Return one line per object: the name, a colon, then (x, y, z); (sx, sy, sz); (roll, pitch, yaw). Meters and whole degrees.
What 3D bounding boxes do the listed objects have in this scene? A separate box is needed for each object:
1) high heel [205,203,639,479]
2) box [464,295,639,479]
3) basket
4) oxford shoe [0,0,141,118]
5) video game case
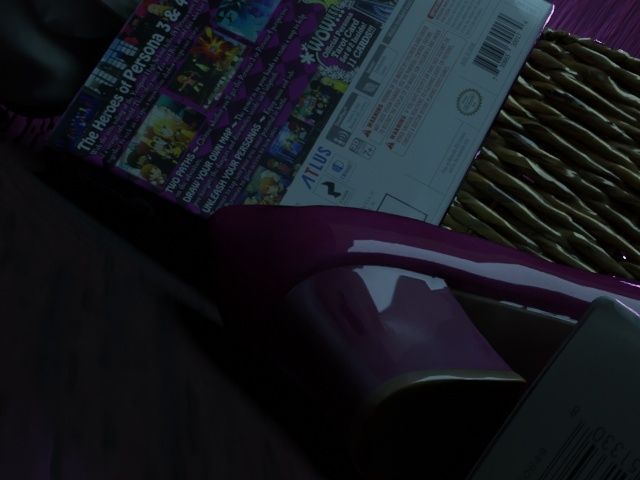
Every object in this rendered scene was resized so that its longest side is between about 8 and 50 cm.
high heel: (0.127, 0.048, 0.758); (0.377, 0.127, 0.181); (13, 24, -36)
box: (0.189, 0.143, 0.631); (0.232, 0.127, 0.148); (30, 8, -39)
basket: (0.199, -0.005, 1.135); (0.299, 0.213, 0.223); (36, -15, 18)
oxford shoe: (-0.222, -0.159, 0.747); (0.169, 0.130, 0.449); (39, 3, 21)
video game case: (-0.007, -0.088, 0.844); (0.210, 0.232, 0.042); (27, -25, 4)
